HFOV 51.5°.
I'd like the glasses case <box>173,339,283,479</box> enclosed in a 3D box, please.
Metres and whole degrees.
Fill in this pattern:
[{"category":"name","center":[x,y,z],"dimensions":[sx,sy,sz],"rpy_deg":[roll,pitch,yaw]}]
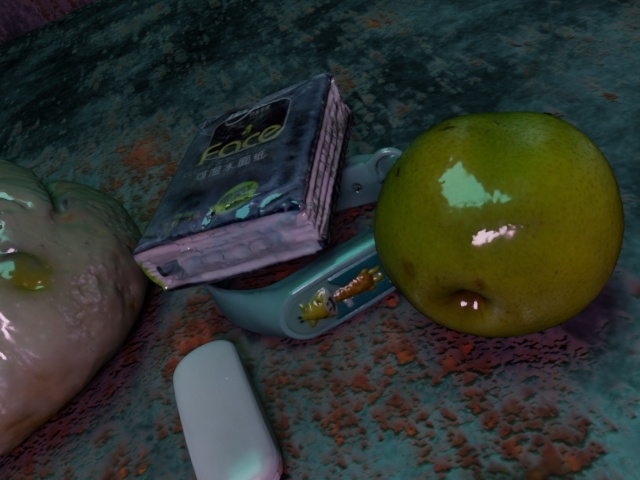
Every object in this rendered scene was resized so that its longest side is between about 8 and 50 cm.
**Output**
[{"category":"glasses case","center":[-0.077,0.140,0.526],"dimensions":[0.063,0.041,0.164],"rpy_deg":[-30,36,-5]}]

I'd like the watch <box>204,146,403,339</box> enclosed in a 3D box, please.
[{"category":"watch","center":[0.000,0.000,0.645],"dimensions":[0.237,0.068,0.195],"rpy_deg":[-31,34,-3]}]

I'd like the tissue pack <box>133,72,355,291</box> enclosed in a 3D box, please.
[{"category":"tissue pack","center":[-0.064,-0.062,0.648],"dimensions":[0.173,0.073,0.236],"rpy_deg":[-15,35,22]}]

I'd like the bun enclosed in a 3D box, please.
[{"category":"bun","center":[-0.360,0.043,0.666],"dimensions":[0.364,0.219,0.365],"rpy_deg":[-13,40,11]}]

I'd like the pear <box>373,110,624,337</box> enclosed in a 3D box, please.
[{"category":"pear","center":[0.135,-0.033,0.505],"dimensions":[0.180,0.166,0.216],"rpy_deg":[2,54,29]}]
